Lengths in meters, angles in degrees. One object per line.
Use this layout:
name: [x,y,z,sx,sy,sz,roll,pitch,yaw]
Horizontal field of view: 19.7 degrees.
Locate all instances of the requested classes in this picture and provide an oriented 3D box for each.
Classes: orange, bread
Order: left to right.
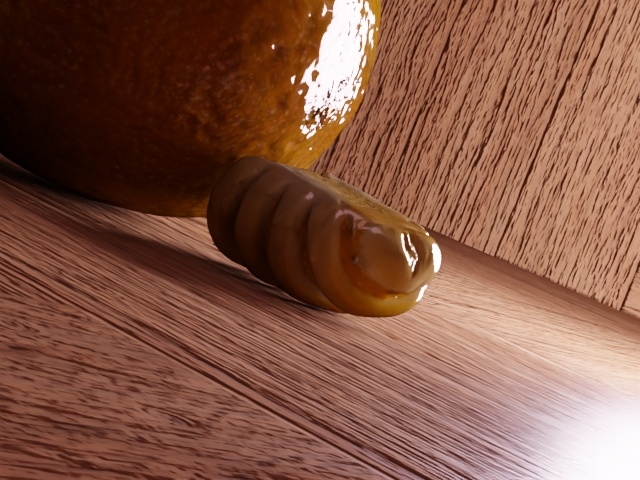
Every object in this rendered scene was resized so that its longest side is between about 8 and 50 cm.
orange: [-0.118,-0.173,1.360,0.322,0.322,0.357,24,-1,26]
bread: [0.000,0.000,1.258,0.119,0.084,0.177,16,7,-43]

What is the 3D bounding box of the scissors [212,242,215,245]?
scissors: [-0.053,0.011,1.388,0.036,0.006,0.083,27,7,41]
